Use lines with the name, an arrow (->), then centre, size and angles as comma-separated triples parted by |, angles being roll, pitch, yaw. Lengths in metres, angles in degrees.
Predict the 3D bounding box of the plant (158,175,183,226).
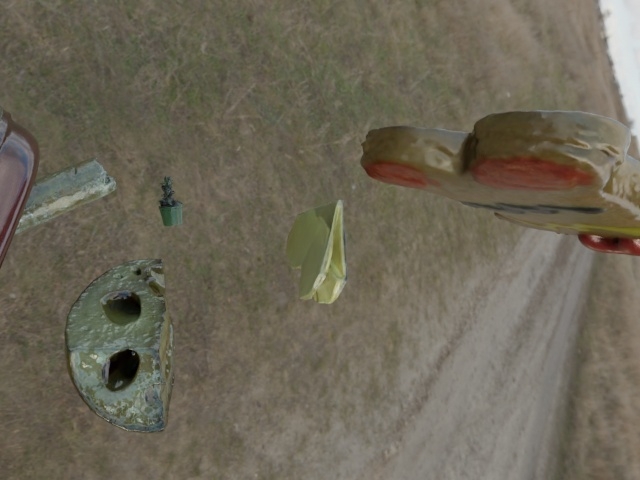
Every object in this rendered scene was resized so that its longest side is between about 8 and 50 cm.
plant -> -0.311, -0.082, 1.209 | 0.051, 0.051, 0.102 | -30, 118, -60

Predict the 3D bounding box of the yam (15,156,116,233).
yam -> -0.566, -0.096, 1.238 | 0.259, 0.093, 0.093 | -30, 104, -27

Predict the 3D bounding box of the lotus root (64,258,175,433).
lotus root -> -0.309, 0.165, 0.929 | 0.314, 0.142, 0.210 | -124, -149, -72

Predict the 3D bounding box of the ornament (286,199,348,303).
ornament -> 0.000, 0.000, 1.056 | 0.059, 0.180, 0.201 | 12, 28, -25

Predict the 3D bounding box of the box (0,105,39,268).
box -> -0.343, 0.071, 0.443 | 0.108, 0.263, 0.403 | 29, 53, -35

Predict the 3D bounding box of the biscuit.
biscuit -> 0.281, -0.049, 0.685 | 0.394, 0.368, 0.076 | 15, 87, -34
